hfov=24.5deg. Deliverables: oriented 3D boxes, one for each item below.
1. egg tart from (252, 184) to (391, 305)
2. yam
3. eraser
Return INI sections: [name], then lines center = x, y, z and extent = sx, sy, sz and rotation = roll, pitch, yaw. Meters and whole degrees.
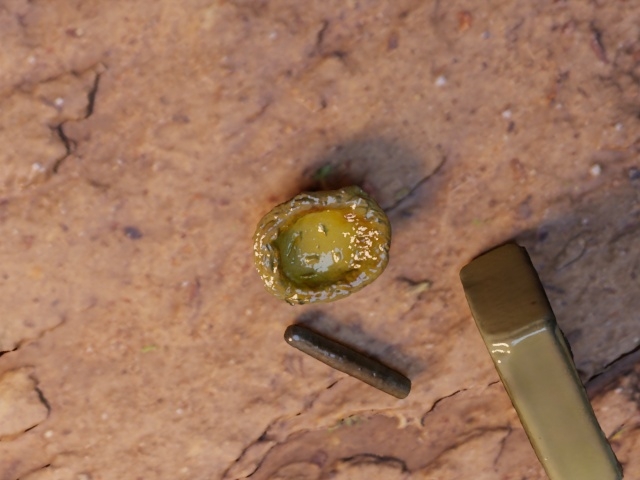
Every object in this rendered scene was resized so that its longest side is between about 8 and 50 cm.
[egg tart]
center = 0.000, 0.000, 1.064
extent = 0.105, 0.039, 0.105
rotation = -5, 119, -9
[yam]
center = 0.021, 0.093, 1.131
extent = 0.116, 0.021, 0.021
rotation = 28, 110, -24
[eraser]
center = 0.165, 0.100, 1.110
extent = 0.058, 0.117, 0.172
rotation = -23, 121, 7
